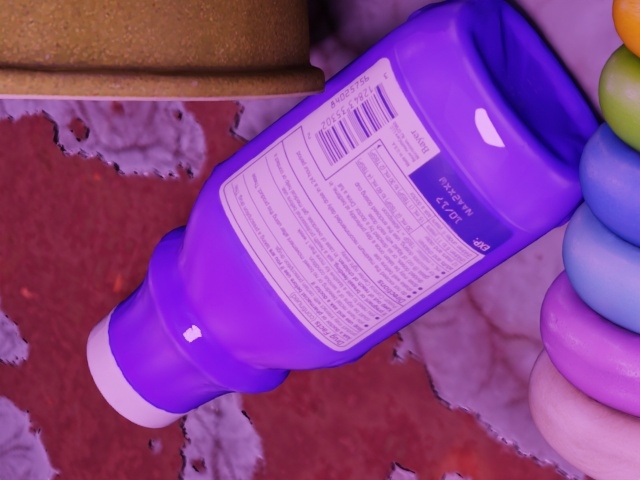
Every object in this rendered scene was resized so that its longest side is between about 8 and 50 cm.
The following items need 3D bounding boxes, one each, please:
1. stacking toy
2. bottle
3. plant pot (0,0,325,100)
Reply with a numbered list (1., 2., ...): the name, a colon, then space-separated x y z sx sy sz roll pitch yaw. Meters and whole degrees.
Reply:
1. stacking toy: 0.161 -0.064 0.782 0.141 0.141 0.330 13 119 25
2. bottle: 0.000 0.000 0.939 0.283 0.092 0.118 -37 89 33
3. plant pot: -0.174 -0.246 0.829 0.367 0.366 0.353 6 97 27
